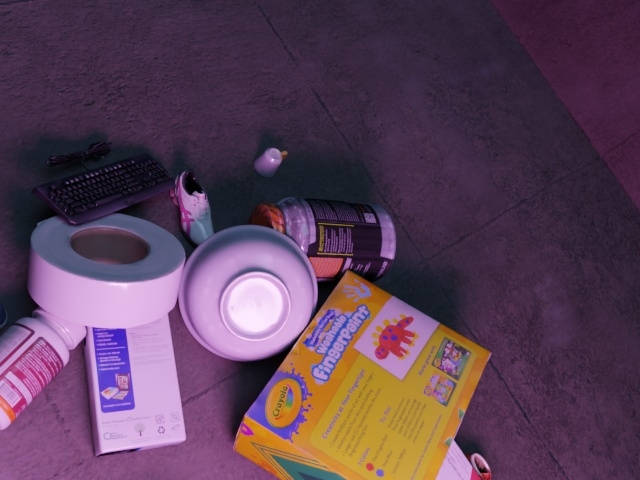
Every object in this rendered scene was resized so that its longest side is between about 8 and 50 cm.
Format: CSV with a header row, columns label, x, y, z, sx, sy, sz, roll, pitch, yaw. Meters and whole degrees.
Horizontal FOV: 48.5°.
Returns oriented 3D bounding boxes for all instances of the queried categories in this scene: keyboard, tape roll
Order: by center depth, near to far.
label,x,y,z,sx,sy,sz,roll,pitch,yaw
tape roll,-0.407,0.048,1.353,0.286,0.100,0.286,13,25,-6
keyboard,-0.465,-0.138,1.492,0.201,0.033,0.317,37,32,13

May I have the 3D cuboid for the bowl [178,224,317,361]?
label,x,y,z,sx,sy,sz,roll,pitch,yaw
bowl,-0.138,0.120,1.447,0.297,0.134,0.298,-2,97,-12

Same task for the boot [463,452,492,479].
label,x,y,z,sx,sy,sz,roll,pitch,yaw
boot,0.369,0.563,1.634,0.059,0.084,0.158,-23,79,-38

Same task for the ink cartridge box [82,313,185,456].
label,x,y,z,sx,sy,sz,roll,pitch,yaw
ink cartridge box,-0.371,0.240,1.386,0.165,0.065,0.333,1,66,-30

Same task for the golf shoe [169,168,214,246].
label,x,y,z,sx,sy,sz,roll,pitch,yaw
golf shoe,-0.282,-0.070,1.590,0.067,0.086,0.186,-17,76,-37

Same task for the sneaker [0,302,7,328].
label,x,y,z,sx,sy,sz,roll,pitch,yaw
sneaker,-0.646,0.064,1.256,0.226,0.163,0.086,41,50,-7

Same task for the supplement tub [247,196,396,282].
label,x,y,z,sx,sy,sz,roll,pitch,yaw
supplement tub,0.000,0.000,1.649,0.316,0.193,0.194,4,63,-29

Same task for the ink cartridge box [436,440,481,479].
label,x,y,z,sx,sy,sz,roll,pitch,yaw
ink cartridge box,0.219,0.575,1.519,0.273,0.114,0.197,-30,82,-37

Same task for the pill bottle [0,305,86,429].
label,x,y,z,sx,sy,sz,roll,pitch,yaw
pill bottle,-0.531,0.215,1.267,0.121,0.121,0.221,41,52,-5

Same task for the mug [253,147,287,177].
label,x,y,z,sx,sy,sz,roll,pitch,yaw
mug,-0.123,-0.204,1.768,0.062,0.064,0.078,31,53,-12

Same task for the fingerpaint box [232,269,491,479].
label,x,y,z,sx,sy,sz,roll,pitch,yaw
fingerpaint box,0.097,0.330,1.475,0.371,0.163,0.445,29,47,9
